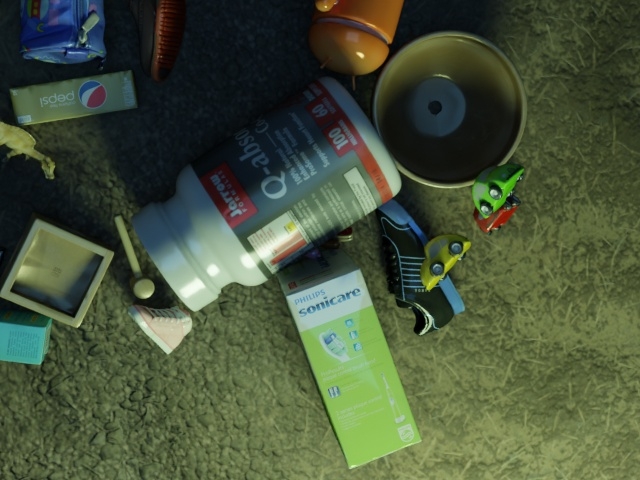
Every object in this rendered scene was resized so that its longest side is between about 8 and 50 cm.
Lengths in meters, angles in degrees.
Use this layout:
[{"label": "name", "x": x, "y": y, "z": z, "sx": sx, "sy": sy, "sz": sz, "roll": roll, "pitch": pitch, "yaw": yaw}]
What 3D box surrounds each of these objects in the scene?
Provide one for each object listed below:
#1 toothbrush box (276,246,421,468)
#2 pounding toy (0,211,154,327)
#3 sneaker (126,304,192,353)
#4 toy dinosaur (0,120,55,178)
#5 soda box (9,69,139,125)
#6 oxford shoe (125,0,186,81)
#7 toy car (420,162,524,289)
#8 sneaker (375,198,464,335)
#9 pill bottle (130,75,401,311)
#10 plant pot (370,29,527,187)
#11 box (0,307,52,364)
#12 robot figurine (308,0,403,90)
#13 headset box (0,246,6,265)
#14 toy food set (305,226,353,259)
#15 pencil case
[{"label": "toothbrush box", "x": 0.038, "y": 0.171, "z": 1.652, "sx": 0.122, "sy": 0.206, "sz": 0.283, "roll": -19, "pitch": 102, "yaw": -4}, {"label": "pounding toy", "x": -0.355, "y": 0.034, "z": 1.641, "sx": 0.206, "sy": 0.094, "sz": 0.181, "roll": 26, "pitch": 90, "yaw": -20}, {"label": "sneaker", "x": -0.243, "y": 0.119, "z": 1.661, "sx": 0.070, "sy": 0.051, "sz": 0.134, "roll": -42, "pitch": 145, "yaw": -7}, {"label": "toy dinosaur", "x": -0.464, "y": -0.157, "z": 1.586, "sx": 0.183, "sy": 0.092, "sz": 0.053, "roll": 42, "pitch": 57, "yaw": -41}, {"label": "soda box", "x": -0.364, "y": -0.213, "z": 1.611, "sx": 0.181, "sy": 0.061, "sz": 0.058, "roll": -9, "pitch": 99, "yaw": -6}, {"label": "oxford shoe", "x": -0.258, "y": -0.371, "z": 1.598, "sx": 0.098, "sy": 0.097, "sz": 0.271, "roll": 2, "pitch": 94, "yaw": 11}, {"label": "toy car", "x": 0.241, "y": -0.050, "z": 1.621, "sx": 0.053, "sy": 0.225, "sz": 0.239, "roll": 42, "pitch": 58, "yaw": 15}, {"label": "sneaker", "x": 0.137, "y": 0.044, "z": 1.708, "sx": 0.090, "sy": 0.081, "sz": 0.232, "roll": -35, "pitch": 103, "yaw": -9}, {"label": "pill bottle", "x": -0.081, "y": -0.063, "z": 1.597, "sx": 0.363, "sy": 0.210, "sz": 0.210, "roll": -34, "pitch": 101, "yaw": -2}, {"label": "plant pot", "x": 0.188, "y": -0.202, "z": 1.663, "sx": 0.237, "sy": 0.110, "sz": 0.237, "roll": -1, "pitch": 98, "yaw": -7}, {"label": "box", "x": -0.534, "y": 0.132, "z": 1.624, "sx": 0.244, "sy": 0.100, "sz": 0.060, "roll": 8, "pitch": 96, "yaw": -9}, {"label": "robot figurine", "x": 0.054, "y": -0.341, "z": 1.601, "sx": 0.128, "sy": 0.158, "sz": 0.219, "roll": 16, "pitch": 83, "yaw": -4}, {"label": "headset box", "x": -0.529, "y": 0.030, "z": 1.642, "sx": 0.083, "sy": 0.032, "sz": 0.062, "roll": 18, "pitch": 96, "yaw": -9}, {"label": "toy food set", "x": 0.000, "y": 0.000, "z": 1.690, "sx": 0.122, "sy": 0.078, "sz": 0.019, "roll": -15, "pitch": 128, "yaw": -7}, {"label": "pencil case", "x": -0.364, "y": -0.400, "z": 1.545, "sx": 0.119, "sy": 0.133, "sz": 0.306, "roll": -4, "pitch": 100, "yaw": -41}]
